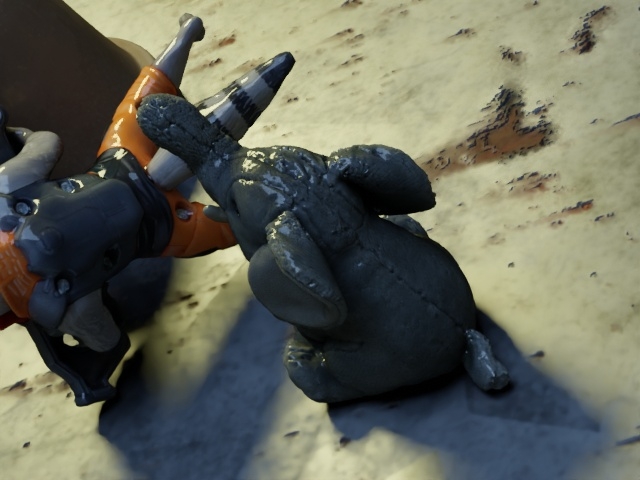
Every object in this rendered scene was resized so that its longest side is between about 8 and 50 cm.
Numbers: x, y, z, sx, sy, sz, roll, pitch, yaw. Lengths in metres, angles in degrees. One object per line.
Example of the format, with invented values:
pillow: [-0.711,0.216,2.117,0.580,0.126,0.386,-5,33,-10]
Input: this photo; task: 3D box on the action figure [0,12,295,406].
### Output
action figure: [-0.190,-0.063,1.443,0.330,0.341,0.178,-37,4,-24]

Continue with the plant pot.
plant pot: [-0.277,-0.128,1.630,0.263,0.229,0.263,-17,43,17]

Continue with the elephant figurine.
elephant figurine: [0.000,0.000,1.316,0.186,0.239,0.169,-19,42,16]
